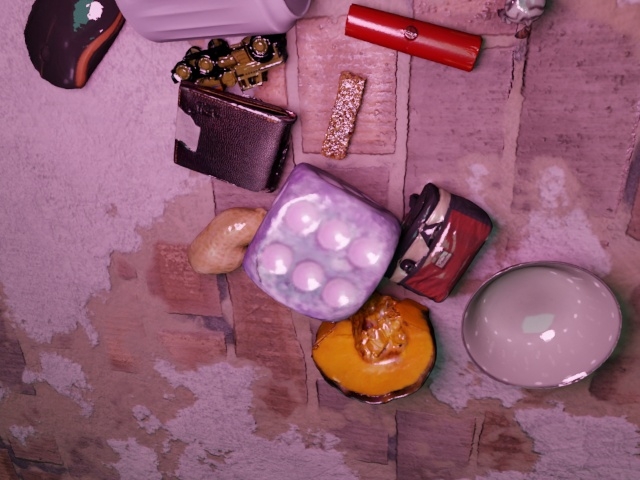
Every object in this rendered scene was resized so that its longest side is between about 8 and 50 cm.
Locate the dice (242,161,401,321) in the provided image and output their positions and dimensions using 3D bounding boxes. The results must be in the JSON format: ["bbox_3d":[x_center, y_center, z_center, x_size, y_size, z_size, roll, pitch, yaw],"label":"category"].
[{"bbox_3d":[0.000,0.000,1.056,0.270,0.271,0.270,29,102,-8],"label":"dice"}]

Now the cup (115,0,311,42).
[{"bbox_3d":[-0.193,-0.554,0.905,0.327,0.237,0.322,3,79,21],"label":"cup"}]

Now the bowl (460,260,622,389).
[{"bbox_3d":[0.500,0.169,1.114,0.338,0.157,0.336,4,114,9],"label":"bowl"}]

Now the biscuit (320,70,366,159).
[{"bbox_3d":[0.052,-0.283,1.079,0.064,0.034,0.199,17,116,3],"label":"biscuit"}]

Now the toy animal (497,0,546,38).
[{"bbox_3d":[0.359,-0.504,0.847,0.090,0.169,0.255,-9,129,22],"label":"toy animal"}]

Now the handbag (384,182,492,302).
[{"bbox_3d":[0.254,0.007,1.086,0.182,0.181,0.254,26,113,-2],"label":"handbag"}]

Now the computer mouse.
[{"bbox_3d":[-0.574,-0.493,1.080,0.183,0.116,0.323,46,115,-4],"label":"computer mouse"}]

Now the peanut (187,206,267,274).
[{"bbox_3d":[-0.238,-0.002,1.222,0.137,0.122,0.253,38,112,-19],"label":"peanut"}]

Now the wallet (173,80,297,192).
[{"bbox_3d":[-0.205,-0.231,1.084,0.263,0.071,0.220,16,136,-7],"label":"wallet"}]

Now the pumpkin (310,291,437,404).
[{"bbox_3d":[0.136,0.261,1.195,0.304,0.225,0.256,14,113,6],"label":"pumpkin"}]

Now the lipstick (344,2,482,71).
[{"bbox_3d":[0.190,-0.420,0.970,0.280,0.073,0.073,17,116,3],"label":"lipstick"}]

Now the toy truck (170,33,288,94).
[{"bbox_3d":[-0.193,-0.387,1.044,0.257,0.127,0.127,-15,124,17],"label":"toy truck"}]
